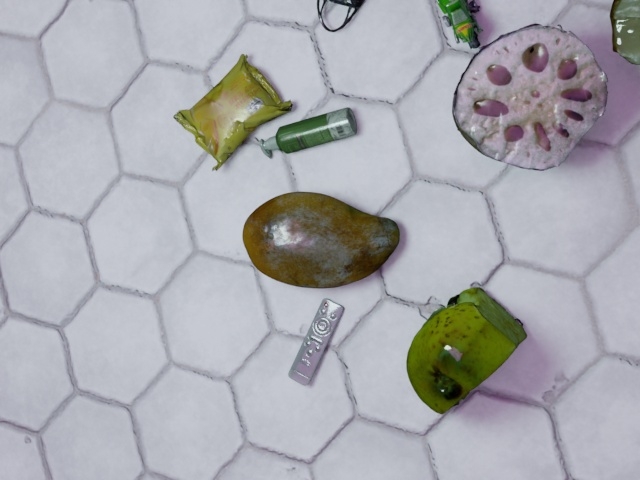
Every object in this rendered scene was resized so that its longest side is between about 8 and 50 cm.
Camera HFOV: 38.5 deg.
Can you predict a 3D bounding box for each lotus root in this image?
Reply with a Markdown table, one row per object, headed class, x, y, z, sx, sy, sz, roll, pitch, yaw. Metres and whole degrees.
| class | x | y | z | sx | sy | sz | roll | pitch | yaw |
| --- | --- | --- | --- | --- | --- | --- | --- | --- | --- |
| lotus root | 0.379 | -0.256 | 1.688 | 0.272 | 0.192 | 0.272 | 0 | 93 | 8 |

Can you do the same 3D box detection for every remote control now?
| class | x | y | z | sx | sy | sz | roll | pitch | yaw |
| --- | --- | --- | --- | --- | --- | --- | --- | --- | --- |
| remote control | -0.008 | 0.210 | 1.904 | 0.050 | 0.027 | 0.184 | 26 | 94 | 15 |

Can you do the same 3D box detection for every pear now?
| class | x | y | z | sx | sy | sz | roll | pitch | yaw |
| --- | --- | --- | --- | --- | --- | --- | --- | --- | --- |
| pear | 0.239 | 0.216 | 1.705 | 0.164 | 0.255 | 0.238 | 47 | 109 | 10 |

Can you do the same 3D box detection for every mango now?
| class | x | y | z | sx | sy | sz | roll | pitch | yaw |
| --- | --- | --- | --- | --- | --- | --- | --- | --- | --- |
| mango | 0.000 | 0.000 | 1.842 | 0.316 | 0.146 | 0.193 | 3 | 93 | 4 |

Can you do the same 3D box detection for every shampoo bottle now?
| class | x | y | z | sx | sy | sz | roll | pitch | yaw |
| --- | --- | --- | --- | --- | --- | --- | --- | --- | --- |
| shampoo bottle | -0.028 | -0.217 | 1.886 | 0.204 | 0.065 | 0.065 | -14 | 86 | 18 |

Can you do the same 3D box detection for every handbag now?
| class | x | y | z | sx | sy | sz | roll | pitch | yaw |
| --- | --- | --- | --- | --- | --- | --- | --- | --- | --- |
| handbag | 0.038 | -0.491 | 1.855 | 0.115 | 0.072 | 0.139 | 18 | 100 | 16 |

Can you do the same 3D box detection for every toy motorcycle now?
| class | x | y | z | sx | sy | sz | roll | pitch | yaw |
| --- | --- | --- | --- | --- | --- | --- | --- | --- | --- |
| toy motorcycle | 0.258 | -0.459 | 1.763 | 0.074 | 0.106 | 0.190 | -25 | 82 | 17 |

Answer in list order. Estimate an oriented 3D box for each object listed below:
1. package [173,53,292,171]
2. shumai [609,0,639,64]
| class | x | y | z | sx | sy | sz | roll | pitch | yaw |
| --- | --- | --- | --- | --- | --- | --- | --- | --- | --- |
| package | -0.186 | -0.266 | 1.920 | 0.226 | 0.090 | 0.168 | -42 | 81 | 12 |
| shumai | 0.667 | -0.379 | 1.550 | 0.323 | 0.324 | 0.397 | 6 | 84 | 34 |
